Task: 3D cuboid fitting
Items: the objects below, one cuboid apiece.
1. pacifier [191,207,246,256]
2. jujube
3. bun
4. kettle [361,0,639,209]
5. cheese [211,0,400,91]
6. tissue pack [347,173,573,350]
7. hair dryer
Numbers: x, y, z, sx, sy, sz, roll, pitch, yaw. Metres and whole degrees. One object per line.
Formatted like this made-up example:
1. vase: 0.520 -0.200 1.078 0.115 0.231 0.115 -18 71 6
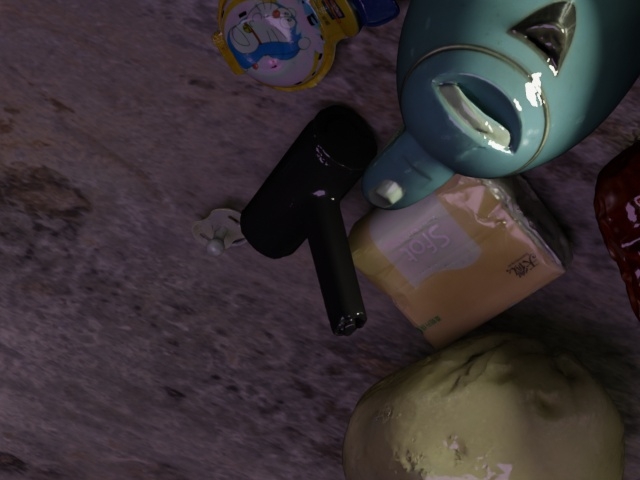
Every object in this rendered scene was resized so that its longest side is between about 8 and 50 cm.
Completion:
1. pacifier: -0.123 -0.003 2.174 0.083 0.064 0.068 -29 123 37
2. jujube: 0.383 0.004 1.877 0.155 0.155 0.230 -27 102 36
3. bun: 0.188 0.235 2.054 0.326 0.235 0.362 6 164 -15
4. kettle: 0.169 -0.163 1.745 0.247 0.342 0.319 40 130 -4
5. cheese: -0.024 -0.247 1.962 0.250 0.064 0.157 -19 112 37
6. tissue pack: 0.160 0.005 2.022 0.186 0.090 0.222 48 129 -11
7. hair dryer: 0.000 0.000 2.021 0.089 0.251 0.197 9 140 -33
